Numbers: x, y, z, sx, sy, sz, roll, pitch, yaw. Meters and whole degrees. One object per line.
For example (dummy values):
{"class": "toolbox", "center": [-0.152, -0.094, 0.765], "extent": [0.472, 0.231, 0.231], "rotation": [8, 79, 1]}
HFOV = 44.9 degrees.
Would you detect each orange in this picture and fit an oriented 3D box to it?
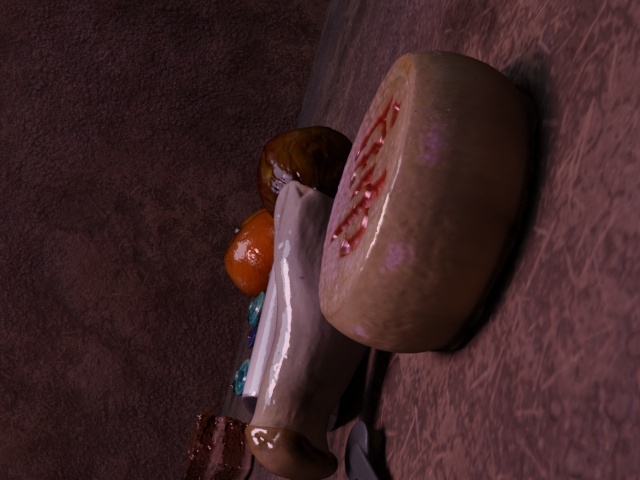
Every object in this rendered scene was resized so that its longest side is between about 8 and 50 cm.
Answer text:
{"class": "orange", "center": [-0.125, 0.023, 1.781], "extent": [0.224, 0.170, 0.224], "rotation": [-58, 3, 5]}

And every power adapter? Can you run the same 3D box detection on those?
{"class": "power adapter", "center": [-0.027, 0.168, 1.009], "extent": [0.187, 0.124, 0.255], "rotation": [94, -173, -68]}

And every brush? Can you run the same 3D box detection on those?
{"class": "brush", "center": [0.059, 0.239, 0.705], "extent": [0.266, 0.027, 0.062], "rotation": [-129, 54, -76]}

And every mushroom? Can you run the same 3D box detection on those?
{"class": "mushroom", "center": [-0.009, 0.101, 0.880], "extent": [0.122, 0.159, 0.328], "rotation": [71, -147, -68]}

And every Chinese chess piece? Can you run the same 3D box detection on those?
{"class": "Chinese chess piece", "center": [0.087, -0.033, 0.694], "extent": [0.270, 0.112, 0.269], "rotation": [-164, 90, -81]}

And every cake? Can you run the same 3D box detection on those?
{"class": "cake", "center": [-0.230, 0.489, 1.790], "extent": [0.135, 0.147, 0.134], "rotation": [-83, 10, -45]}

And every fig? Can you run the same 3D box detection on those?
{"class": "fig", "center": [-0.018, -0.102, 1.266], "extent": [0.290, 0.191, 0.190], "rotation": [-68, -7, -86]}

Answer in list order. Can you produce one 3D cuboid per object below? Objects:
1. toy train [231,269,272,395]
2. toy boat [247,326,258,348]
{"class": "toy train", "center": [-0.064, 0.163, 1.390], "extent": [0.298, 0.120, 0.194], "rotation": [-83, 19, -46]}
{"class": "toy boat", "center": [-0.107, 0.202, 1.663], "extent": [0.223, 0.097, 0.100], "rotation": [-86, 16, -50]}
